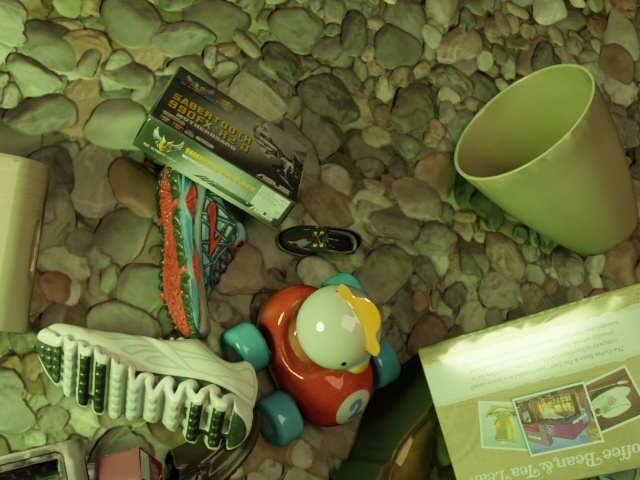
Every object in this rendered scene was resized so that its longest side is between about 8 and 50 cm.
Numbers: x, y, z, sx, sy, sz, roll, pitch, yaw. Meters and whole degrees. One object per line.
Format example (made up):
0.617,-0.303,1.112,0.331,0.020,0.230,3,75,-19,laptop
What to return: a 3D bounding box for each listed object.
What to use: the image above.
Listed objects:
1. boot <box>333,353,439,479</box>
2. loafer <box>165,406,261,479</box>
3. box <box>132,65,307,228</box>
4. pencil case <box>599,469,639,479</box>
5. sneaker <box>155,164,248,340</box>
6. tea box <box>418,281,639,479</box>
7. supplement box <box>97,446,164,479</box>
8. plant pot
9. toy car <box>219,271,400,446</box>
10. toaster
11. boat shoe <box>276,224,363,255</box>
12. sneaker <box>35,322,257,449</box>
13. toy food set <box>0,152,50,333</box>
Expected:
0.124,0.296,1.248,0.115,0.112,0.305,46,63,-28,boot
-0.160,0.291,1.110,0.078,0.080,0.220,44,61,-8,loafer
-0.133,-0.135,1.221,0.231,0.056,0.183,32,30,-13,box
0.578,0.335,1.430,0.273,0.113,0.124,-10,89,-27,pencil case
-0.154,0.009,1.190,0.125,0.104,0.261,3,73,-27,sneaker
0.371,0.195,1.192,0.324,0.329,0.219,-1,72,-58,tea box
-0.227,0.287,1.039,0.055,0.083,0.043,-16,58,5,supplement box
0.408,-0.106,1.431,0.274,0.257,0.256,45,60,-25,plant pot
0.022,0.143,1.154,0.219,0.238,0.210,-25,86,-29,toy car
-0.346,0.325,0.993,0.186,0.110,0.167,-8,77,-28,toaster
0.000,-0.002,1.302,0.133,0.042,0.048,5,74,-23,boat shoe
-0.219,0.169,1.105,0.292,0.110,0.118,21,39,-2,sneaker
-0.502,-0.011,1.052,0.306,0.092,0.219,9,82,-21,toy food set
